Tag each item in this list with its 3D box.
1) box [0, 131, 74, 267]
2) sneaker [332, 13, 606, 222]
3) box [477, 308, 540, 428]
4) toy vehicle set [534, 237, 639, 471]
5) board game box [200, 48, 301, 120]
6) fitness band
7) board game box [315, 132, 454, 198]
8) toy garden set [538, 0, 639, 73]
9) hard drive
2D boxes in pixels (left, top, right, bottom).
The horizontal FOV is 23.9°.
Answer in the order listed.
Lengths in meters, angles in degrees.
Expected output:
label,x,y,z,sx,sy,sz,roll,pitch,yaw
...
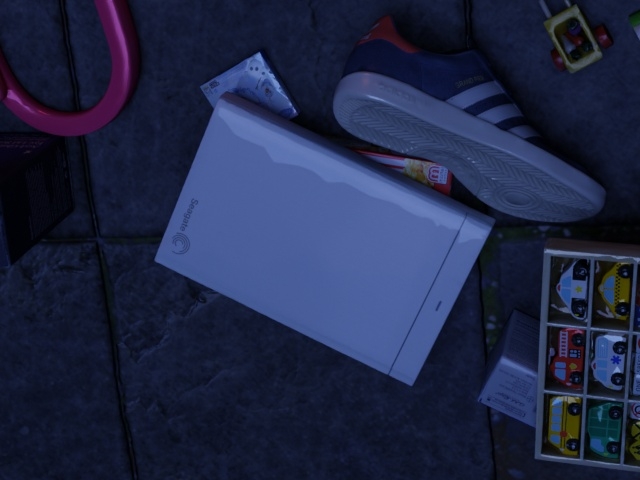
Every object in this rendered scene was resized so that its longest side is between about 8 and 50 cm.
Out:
label,x,y,z,sx,sy,sz,roll,pitch,yaw
box,-0.413,-0.053,1.850,0.153,0.207,0.108,1,111,13
sneaker,0.188,-0.145,1.730,0.350,0.148,0.131,27,151,-20
box,0.266,0.162,1.811,0.126,0.137,0.072,25,116,3
toy vehicle set,0.327,0.131,1.682,0.166,0.035,0.267,4,114,13
board game box,-0.085,-0.171,1.830,0.090,0.020,0.090,-27,102,21
fitness band,-0.334,-0.266,1.840,0.209,0.054,0.291,-13,108,15
board game box,0.060,-0.045,1.831,0.193,0.045,0.147,9,112,10
toy garden set,0.309,-0.315,1.666,0.203,0.049,0.244,-26,103,21
hard drive,0.000,0.000,1.811,0.353,0.047,0.233,26,114,4
